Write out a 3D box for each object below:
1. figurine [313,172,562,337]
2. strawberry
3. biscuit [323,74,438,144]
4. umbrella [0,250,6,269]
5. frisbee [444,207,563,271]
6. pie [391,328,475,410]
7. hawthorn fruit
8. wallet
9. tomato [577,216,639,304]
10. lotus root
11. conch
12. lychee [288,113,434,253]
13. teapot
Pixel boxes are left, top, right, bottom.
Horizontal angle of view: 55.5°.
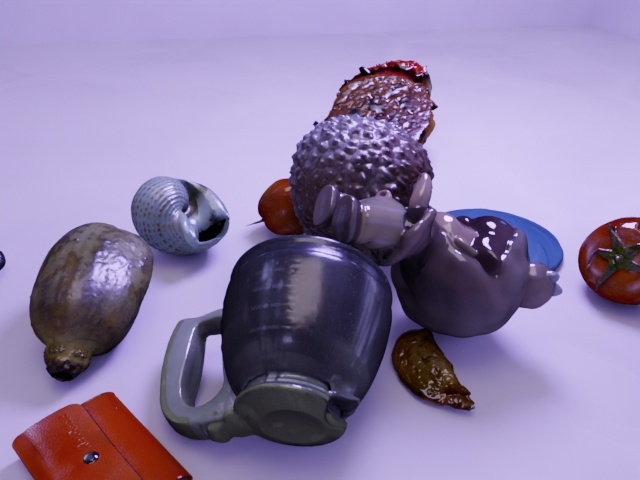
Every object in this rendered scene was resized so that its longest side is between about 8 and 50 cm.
[{"bbox_3d":[0.170,0.027,0.939,0.380,0.203,0.248,26,-22,-25],"label":"figurine"},{"bbox_3d":[0.198,-0.462,1.824,0.306,0.233,0.138,15,62,24],"label":"strawberry"},{"bbox_3d":[0.156,-0.306,1.623,0.289,0.081,0.334,24,67,21],"label":"biscuit"},{"bbox_3d":[-0.615,0.088,1.051,0.070,0.071,0.248,6,27,8],"label":"umbrella"},{"bbox_3d":[0.352,-0.009,1.254,0.289,0.049,0.289,1,31,-1],"label":"frisbee"},{"bbox_3d":[0.159,0.192,0.927,0.088,0.033,0.191,-12,30,-7],"label":"pie"},{"bbox_3d":[-0.073,-0.064,1.284,0.125,0.140,0.125,31,24,-16],"label":"hawthorn fruit"},{"bbox_3d":[-0.274,0.276,0.758,0.142,0.045,0.204,-26,39,-37],"label":"wallet"},{"bbox_3d":[0.552,0.036,1.095,0.167,0.167,0.167,1,31,0],"label":"tomato"},{"bbox_3d":[-0.367,0.086,0.986,0.173,0.173,0.309,-1,38,-3],"label":"lotus root"},{"bbox_3d":[-0.285,-0.034,1.205,0.172,0.131,0.200,6,48,-48],"label":"conch"},{"bbox_3d":[0.070,-0.092,1.152,0.299,0.300,0.300,1,31,0],"label":"lychee"},{"bbox_3d":[-0.068,0.142,0.817,0.321,0.240,0.239,8,44,2],"label":"teapot"}]
